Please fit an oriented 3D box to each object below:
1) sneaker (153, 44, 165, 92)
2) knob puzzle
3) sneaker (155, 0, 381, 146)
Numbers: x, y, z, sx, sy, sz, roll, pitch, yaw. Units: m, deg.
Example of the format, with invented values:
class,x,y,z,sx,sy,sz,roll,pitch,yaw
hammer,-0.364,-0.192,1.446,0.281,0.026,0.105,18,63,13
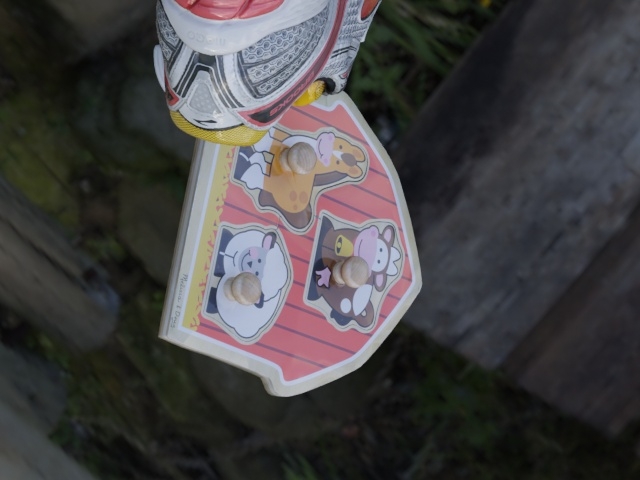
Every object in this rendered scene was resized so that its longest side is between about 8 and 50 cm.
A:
class,x,y,z,sx,sy,sz,roll,pitch,yaw
sneaker,0.001,-0.148,0.859,0.081,0.094,0.208,32,89,-20
knob puzzle,0.000,0.000,1.023,0.213,0.030,0.213,3,85,-44
sneaker,-0.013,-0.111,0.704,0.225,0.088,0.092,-49,152,-56
